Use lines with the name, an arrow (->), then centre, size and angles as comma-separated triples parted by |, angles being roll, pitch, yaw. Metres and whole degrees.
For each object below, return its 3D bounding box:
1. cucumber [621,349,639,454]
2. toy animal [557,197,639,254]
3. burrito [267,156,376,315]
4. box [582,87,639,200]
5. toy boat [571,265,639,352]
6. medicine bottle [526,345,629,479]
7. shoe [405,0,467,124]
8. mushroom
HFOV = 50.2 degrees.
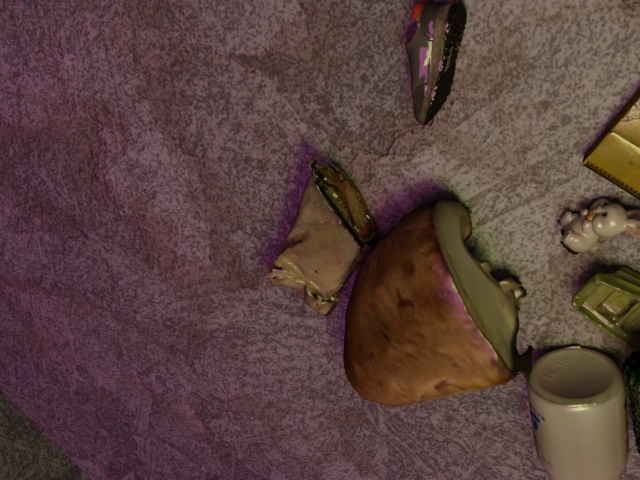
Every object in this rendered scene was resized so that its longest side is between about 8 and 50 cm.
cucumber -> 0.568, 0.279, 1.164 | 0.096, 0.096, 0.359 | -5, 139, 29
toy animal -> 0.453, -0.025, 1.100 | 0.085, 0.071, 0.124 | 47, 129, -8
burrito -> 0.012, 0.003, 1.319 | 0.175, 0.107, 0.347 | 18, 132, -5
box -> 0.527, -0.178, 0.981 | 0.153, 0.041, 0.279 | 31, 130, 2
toy boat -> 0.566, 0.142, 1.156 | 0.276, 0.084, 0.111 | 34, 133, 6
medicine bottle -> 0.487, 0.359, 1.281 | 0.170, 0.170, 0.292 | -2, 120, 27
shoe -> 0.168, -0.281, 1.072 | 0.077, 0.074, 0.194 | 26, 128, 23
mushroom -> 0.144, 0.135, 1.264 | 0.397, 0.224, 0.313 | -26, 110, 38
